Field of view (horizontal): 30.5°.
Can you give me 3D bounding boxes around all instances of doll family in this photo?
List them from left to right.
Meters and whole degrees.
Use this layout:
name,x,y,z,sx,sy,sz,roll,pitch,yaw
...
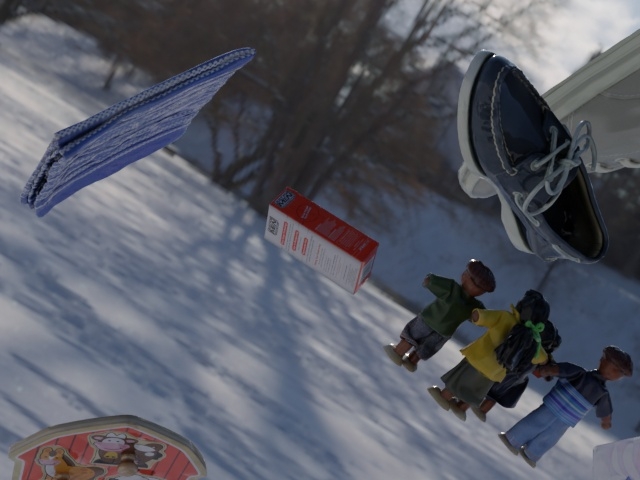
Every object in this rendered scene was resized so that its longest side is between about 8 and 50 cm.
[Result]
name,x,y,z,sx,sy,sz,roll,pitch,yaw
doll family,0.143,0.086,0.845,0.193,0.111,0.076,35,12,-39

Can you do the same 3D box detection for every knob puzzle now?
name,x,y,z,sx,sy,sz,roll,pitch,yaw
knob puzzle,-0.202,0.220,1.128,0.213,0.213,0.030,30,44,-38

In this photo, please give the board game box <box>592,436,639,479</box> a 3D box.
name,x,y,z,sx,sy,sz,roll,pitch,yaw
board game box,0.269,0.269,0.531,0.319,0.317,0.066,13,-22,-21

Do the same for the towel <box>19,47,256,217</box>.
name,x,y,z,sx,sy,sz,roll,pitch,yaw
towel,-0.219,-0.118,1.354,0.040,0.243,0.336,61,-21,-2

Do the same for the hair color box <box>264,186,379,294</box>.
name,x,y,z,sx,sy,sz,roll,pitch,yaw
hair color box,0.000,0.000,1.472,0.141,0.043,0.072,32,-37,15

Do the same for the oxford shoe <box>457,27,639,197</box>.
name,x,y,z,sx,sy,sz,roll,pitch,yaw
oxford shoe,0.299,-0.123,1.129,0.449,0.169,0.130,-32,-90,48

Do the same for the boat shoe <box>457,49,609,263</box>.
name,x,y,z,sx,sy,sz,roll,pitch,yaw
boat shoe,0.180,-0.058,0.967,0.079,0.095,0.254,20,-26,35
